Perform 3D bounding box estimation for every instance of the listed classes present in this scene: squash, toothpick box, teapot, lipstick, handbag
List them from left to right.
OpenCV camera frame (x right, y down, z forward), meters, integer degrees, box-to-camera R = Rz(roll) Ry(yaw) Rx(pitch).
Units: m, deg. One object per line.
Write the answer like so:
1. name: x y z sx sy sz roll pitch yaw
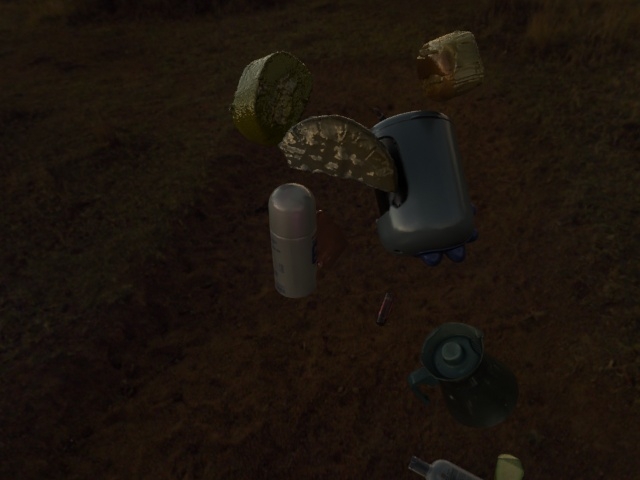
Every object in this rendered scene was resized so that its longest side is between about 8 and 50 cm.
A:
1. handbag: 0.000 0.000 1.607 0.059 0.212 0.157 23 73 50
2. lipstick: 0.183 -0.346 1.299 0.025 0.107 0.025 -32 44 20
3. toothpick box: 0.255 -0.110 1.107 0.264 0.263 0.353 -8 76 -2
4. teapot: 0.307 0.299 0.985 0.203 0.225 0.170 -31 37 11
5. squash: 0.627 0.836 1.526 0.090 0.199 0.075 4 11 -8

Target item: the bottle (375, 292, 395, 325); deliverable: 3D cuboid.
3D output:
1. bottle: 0.322 0.346 2.245 0.060 0.060 0.164 15 68 25

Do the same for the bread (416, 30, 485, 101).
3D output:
1. bread: 0.287 -0.394 1.033 0.106 0.139 0.236 -18 14 5

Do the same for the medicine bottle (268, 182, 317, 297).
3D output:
1. medicine bottle: -0.074 -0.002 1.253 0.131 0.340 0.130 -1 37 1

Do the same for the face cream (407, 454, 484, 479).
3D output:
1. face cream: 0.461 0.878 1.631 0.292 0.070 0.143 22 48 14

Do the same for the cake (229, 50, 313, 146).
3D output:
1. cake: -0.147 -0.409 1.306 0.156 0.179 0.260 5 70 50

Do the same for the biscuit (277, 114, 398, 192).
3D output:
1. biscuit: 0.041 -0.198 0.978 0.290 0.141 0.038 17 29 11
